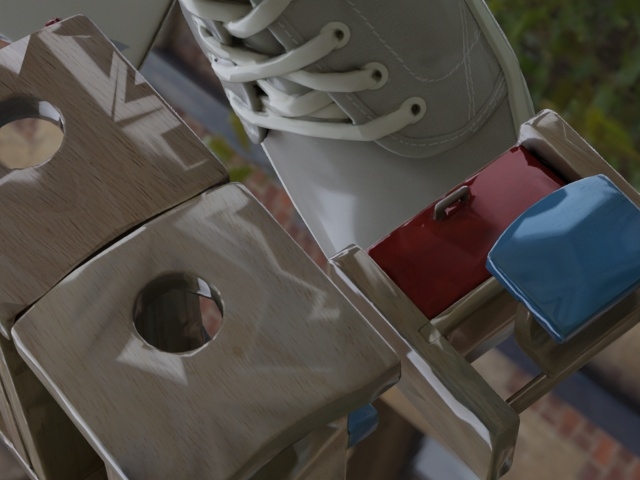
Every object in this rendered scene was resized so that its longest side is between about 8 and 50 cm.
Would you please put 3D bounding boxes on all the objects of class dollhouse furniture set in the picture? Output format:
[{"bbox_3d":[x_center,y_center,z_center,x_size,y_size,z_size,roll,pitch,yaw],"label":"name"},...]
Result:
[{"bbox_3d":[0.000,0.000,0.500,0.184,0.129,0.129,-34,-24,-18],"label":"dollhouse furniture set"}]

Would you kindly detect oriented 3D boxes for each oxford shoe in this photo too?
[{"bbox_3d":[-0.007,-0.113,0.903,0.130,0.169,0.449,-55,-43,-43],"label":"oxford shoe"}]

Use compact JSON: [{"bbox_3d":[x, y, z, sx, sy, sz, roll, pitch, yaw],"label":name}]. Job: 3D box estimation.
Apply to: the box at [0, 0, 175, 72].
[{"bbox_3d":[-0.169,-0.242,1.333,0.149,0.232,0.127,21,-54,-16],"label":"box"}]
